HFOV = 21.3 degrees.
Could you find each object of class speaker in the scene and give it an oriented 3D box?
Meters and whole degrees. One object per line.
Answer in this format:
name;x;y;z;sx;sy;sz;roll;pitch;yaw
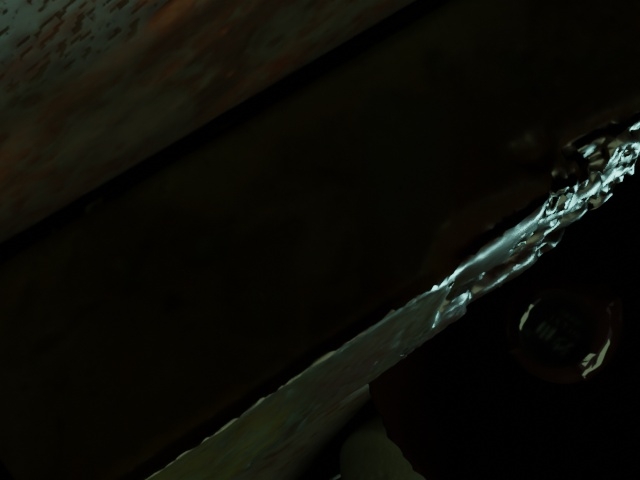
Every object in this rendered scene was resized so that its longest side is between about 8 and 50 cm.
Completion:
speaker;0.161;-0.028;0.907;0.329;0.198;0.259;-40;135;-63

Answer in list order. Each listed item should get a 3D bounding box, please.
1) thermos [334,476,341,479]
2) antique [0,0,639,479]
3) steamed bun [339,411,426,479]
thermos;0.053;0.203;1.349;0.188;0.083;0.073;-17;160;-41
antique;0.000;0.000;0.616;0.310;0.093;0.087;-33;164;-21
steamed bun;0.125;0.221;1.256;0.200;0.155;0.250;-21;113;-39
